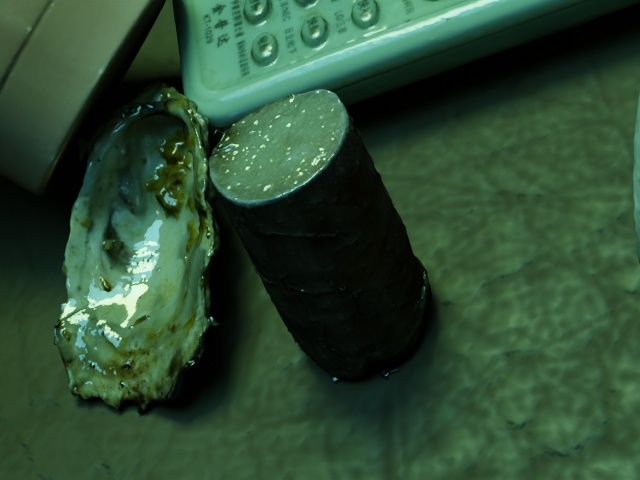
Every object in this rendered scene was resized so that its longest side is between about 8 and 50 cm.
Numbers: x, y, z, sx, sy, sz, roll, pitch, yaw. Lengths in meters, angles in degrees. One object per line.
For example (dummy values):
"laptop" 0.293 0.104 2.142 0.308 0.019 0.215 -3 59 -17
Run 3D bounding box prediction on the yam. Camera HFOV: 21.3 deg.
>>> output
"yam" 0.001 -0.001 0.814 0.079 0.141 0.079 -13 47 15

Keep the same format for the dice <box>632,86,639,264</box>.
"dice" 0.243 -0.038 0.698 0.193 0.194 0.192 3 59 27

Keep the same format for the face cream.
"face cream" -0.160 -0.112 0.931 0.104 0.149 0.149 31 67 -5

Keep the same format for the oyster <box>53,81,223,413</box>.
"oyster" -0.090 0.001 0.895 0.105 0.056 0.177 -20 68 37

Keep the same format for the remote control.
"remote control" 0.082 -0.149 0.931 0.335 0.065 0.128 -19 49 11
